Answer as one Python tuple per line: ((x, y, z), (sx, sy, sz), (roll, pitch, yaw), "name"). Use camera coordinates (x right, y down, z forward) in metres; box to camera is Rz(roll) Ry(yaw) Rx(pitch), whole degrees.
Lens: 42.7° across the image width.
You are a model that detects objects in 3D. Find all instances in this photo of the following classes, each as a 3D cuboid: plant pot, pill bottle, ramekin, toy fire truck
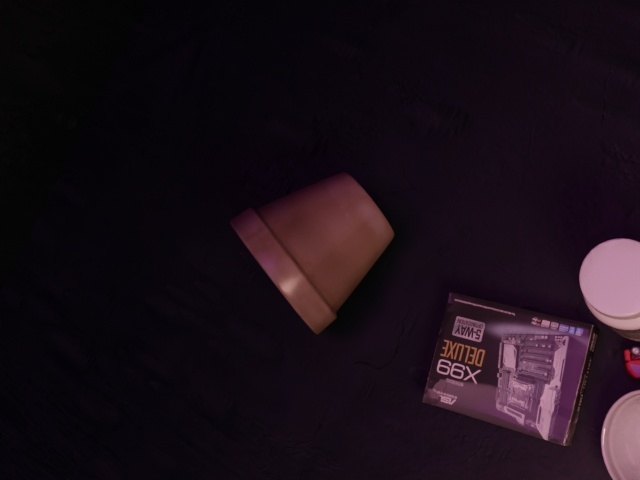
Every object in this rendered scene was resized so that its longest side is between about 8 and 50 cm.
((0.000, 0.000, 1.853), (0.280, 0.323, 0.323), (-39, 61, -3), "plant pot")
((0.572, 0.092, 1.498), (0.161, 0.283, 0.161), (-7, 74, 27), "pill bottle")
((0.621, 0.369, 1.467), (0.207, 0.109, 0.207), (-12, 76, 55), "ramekin")
((0.676, 0.259, 1.537), (0.192, 0.047, 0.135), (-11, 73, 27), "toy fire truck")

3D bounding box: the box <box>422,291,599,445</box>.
((0.386, 0.258, 1.680), (0.307, 0.076, 0.242), (13, 84, 31), "box")
